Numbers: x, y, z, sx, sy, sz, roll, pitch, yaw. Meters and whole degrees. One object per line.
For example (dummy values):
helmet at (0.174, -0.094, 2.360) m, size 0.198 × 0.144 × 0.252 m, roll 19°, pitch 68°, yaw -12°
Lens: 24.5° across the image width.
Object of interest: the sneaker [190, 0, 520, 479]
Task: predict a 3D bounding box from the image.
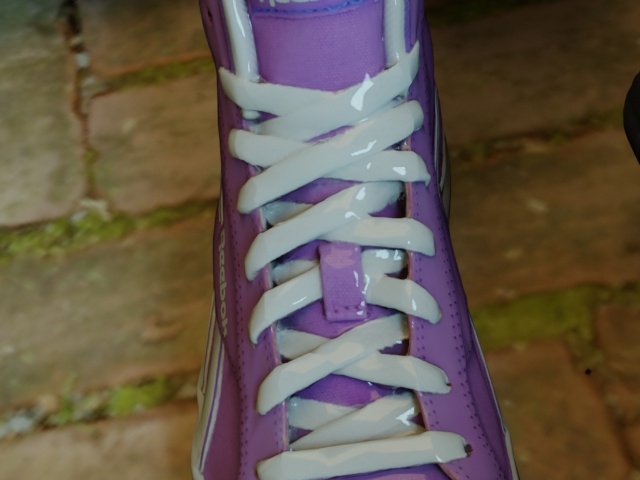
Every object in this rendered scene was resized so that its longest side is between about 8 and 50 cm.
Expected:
sneaker at (-0.001, 0.000, 0.447) m, size 0.102 × 0.161 × 0.282 m, roll -9°, pitch 50°, yaw 2°

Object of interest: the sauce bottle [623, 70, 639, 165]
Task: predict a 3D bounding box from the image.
sauce bottle at (0.171, 0.069, 0.383) m, size 0.111 × 0.111 × 0.344 m, roll -15°, pitch 50°, yaw -2°
